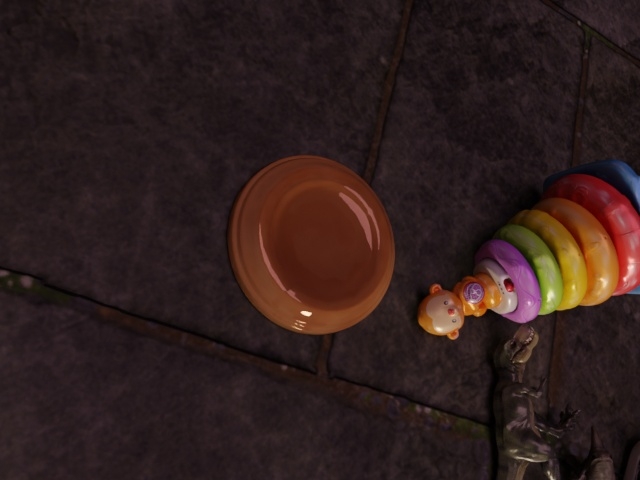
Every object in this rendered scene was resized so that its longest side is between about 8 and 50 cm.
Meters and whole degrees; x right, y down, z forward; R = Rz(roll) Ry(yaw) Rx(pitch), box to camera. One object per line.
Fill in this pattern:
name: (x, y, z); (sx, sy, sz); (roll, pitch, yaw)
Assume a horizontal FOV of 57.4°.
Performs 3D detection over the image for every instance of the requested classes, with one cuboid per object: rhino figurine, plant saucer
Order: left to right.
plant saucer: (0.000, 0.000, 0.629); (0.200, 0.037, 0.200); (7, 75, -26)
rhino figurine: (0.335, 0.346, 0.690); (0.073, 0.106, 0.243); (-6, 76, 13)

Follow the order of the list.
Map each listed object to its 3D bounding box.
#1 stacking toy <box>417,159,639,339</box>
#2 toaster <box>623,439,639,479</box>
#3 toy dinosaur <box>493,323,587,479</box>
stacking toy: (0.247, 0.034, 0.704); (0.302, 0.166, 0.175); (-23, 93, -15)
toaster: (0.471, 0.357, 0.739); (0.146, 0.129, 0.227); (32, 68, -13)
toy dinosaur: (0.253, 0.240, 0.691); (0.118, 0.064, 0.268); (12, 73, -9)
